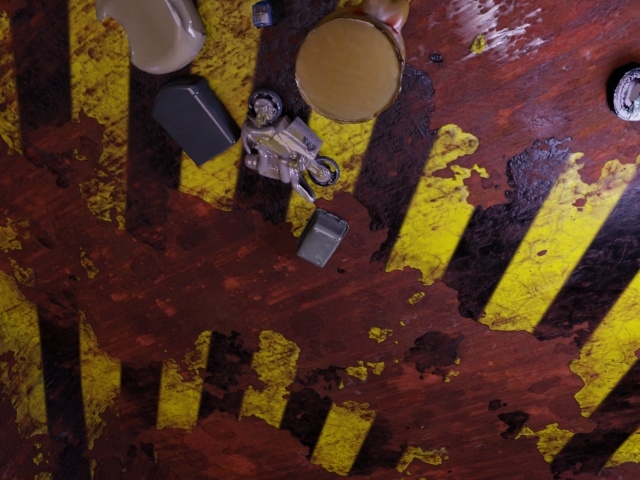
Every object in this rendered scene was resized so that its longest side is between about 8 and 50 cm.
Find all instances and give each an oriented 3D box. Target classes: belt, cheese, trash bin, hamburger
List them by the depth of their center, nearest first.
[{"bbox_3d":[0.088,-0.453,1.295,0.261,0.186,0.302,22,134,-1],"label":"hamburger"},{"bbox_3d":[0.757,-0.360,1.297,0.105,0.058,0.140,-6,118,8],"label":"belt"},{"bbox_3d":[-0.427,-0.564,1.363,0.233,0.127,0.266,-14,117,20],"label":"cheese"},{"bbox_3d":[-0.357,-0.347,1.510,0.177,0.101,0.236,-26,117,23],"label":"trash bin"}]

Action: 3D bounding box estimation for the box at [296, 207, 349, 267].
[{"bbox_3d":[0.000,0.000,1.663,0.124,0.092,0.172,27,124,-6],"label":"box"}]

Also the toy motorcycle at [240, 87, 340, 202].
[{"bbox_3d":[-0.111,-0.251,1.514,0.223,0.107,0.341,-37,108,29],"label":"toy motorcycle"}]

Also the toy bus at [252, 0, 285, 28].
[{"bbox_3d":[-0.126,-0.551,1.295,0.051,0.153,0.061,-4,116,13],"label":"toy bus"}]
